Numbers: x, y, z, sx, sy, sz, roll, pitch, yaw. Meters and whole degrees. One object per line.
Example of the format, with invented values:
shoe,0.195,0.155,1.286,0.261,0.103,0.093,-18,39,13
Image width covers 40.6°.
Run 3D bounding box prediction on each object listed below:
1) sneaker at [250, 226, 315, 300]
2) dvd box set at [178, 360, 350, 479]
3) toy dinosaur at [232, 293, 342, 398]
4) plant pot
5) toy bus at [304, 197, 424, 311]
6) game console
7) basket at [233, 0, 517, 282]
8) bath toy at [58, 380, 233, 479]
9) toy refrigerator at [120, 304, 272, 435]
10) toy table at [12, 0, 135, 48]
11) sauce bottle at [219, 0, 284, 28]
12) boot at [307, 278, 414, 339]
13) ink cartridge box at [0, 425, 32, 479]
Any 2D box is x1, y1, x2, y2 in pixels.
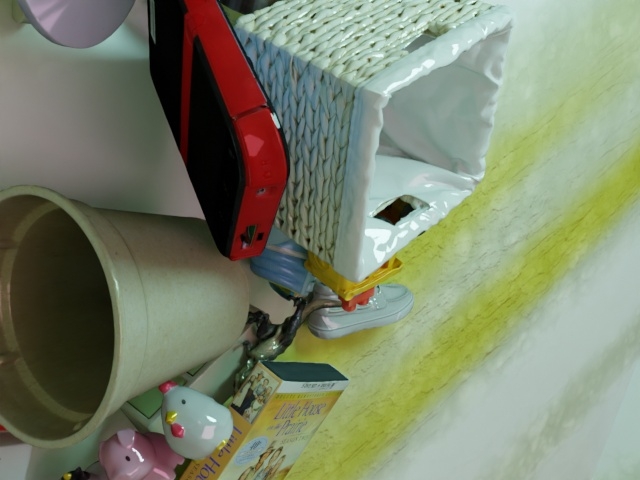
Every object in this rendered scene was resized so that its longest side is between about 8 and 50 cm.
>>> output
sneaker,0.000,0.000,1.548,0.319,0.127,0.208,-3,109,-36
dvd box set,-0.133,0.394,1.494,0.420,0.062,0.308,-56,157,5
toy dinosaur,-0.065,0.147,1.437,0.268,0.064,0.118,-39,145,-25
plant pot,-0.276,0.083,1.204,0.305,0.334,0.333,-9,113,-54
toy bus,0.082,0.009,1.451,0.220,0.149,0.211,-26,133,-32
game console,-0.140,-0.169,1.087,0.060,0.386,0.341,-18,76,-16
basket,0.067,-0.180,1.255,0.328,0.266,0.331,-36,145,-36
bath toy,-0.290,0.332,1.297,0.348,0.151,0.129,-37,99,15
toy refrigerator,-0.201,0.218,1.453,0.269,0.102,0.094,-44,132,-22
toy table,-0.325,-0.382,1.048,0.252,0.161,0.274,10,98,-45
sauce bottle,-0.098,-0.318,1.252,0.111,0.111,0.344,-6,125,-43
boot,0.090,0.101,1.688,0.258,0.095,0.123,-17,124,-38
ink cartridge box,-0.533,0.286,1.191,0.275,0.060,0.238,6,103,-45
